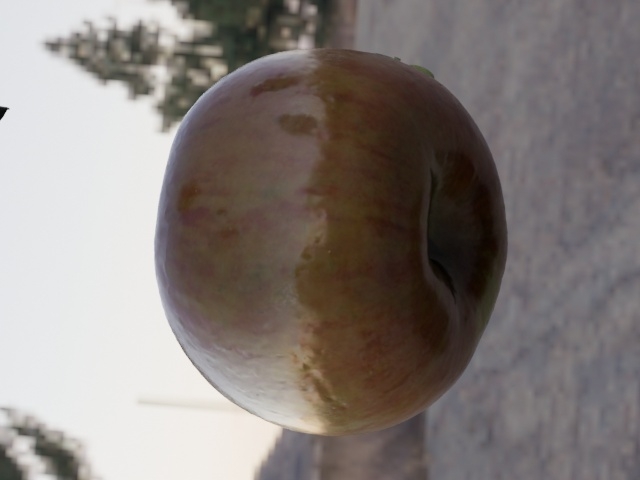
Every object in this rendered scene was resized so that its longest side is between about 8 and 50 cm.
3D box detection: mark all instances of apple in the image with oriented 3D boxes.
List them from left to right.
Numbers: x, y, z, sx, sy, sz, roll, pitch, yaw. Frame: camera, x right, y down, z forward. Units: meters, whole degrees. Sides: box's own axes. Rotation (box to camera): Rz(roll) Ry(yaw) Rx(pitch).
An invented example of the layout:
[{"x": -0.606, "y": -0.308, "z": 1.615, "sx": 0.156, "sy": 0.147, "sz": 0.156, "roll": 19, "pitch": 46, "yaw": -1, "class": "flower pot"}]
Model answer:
[{"x": 0.000, "y": 0.000, "z": 2.011, "sx": 0.400, "sy": 0.333, "sz": 0.400, "roll": 3, "pitch": -93, "yaw": -57, "class": "apple"}]

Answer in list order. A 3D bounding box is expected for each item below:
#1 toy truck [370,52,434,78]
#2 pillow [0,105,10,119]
[{"x": 0.050, "y": -0.176, "z": 2.422, "sx": 0.085, "sy": 0.191, "sz": 0.116, "roll": -72, "pitch": -20, "yaw": -45, "class": "toy truck"}, {"x": -0.383, "y": -0.109, "z": 1.925, "sx": 0.150, "sy": 0.090, "sz": 0.048, "roll": -22, "pitch": 59, "yaw": 43, "class": "pillow"}]
